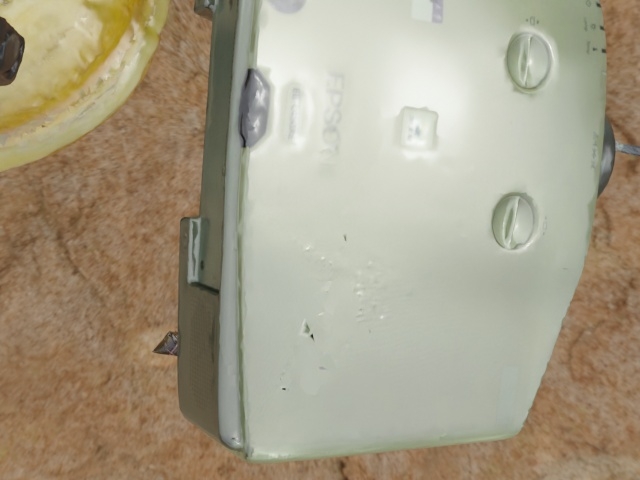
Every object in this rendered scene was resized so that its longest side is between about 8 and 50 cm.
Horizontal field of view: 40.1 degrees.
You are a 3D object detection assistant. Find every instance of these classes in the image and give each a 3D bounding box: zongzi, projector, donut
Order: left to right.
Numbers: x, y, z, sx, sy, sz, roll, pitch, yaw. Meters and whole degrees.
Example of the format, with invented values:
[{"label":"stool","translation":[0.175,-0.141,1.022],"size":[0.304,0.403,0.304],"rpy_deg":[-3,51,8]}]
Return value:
[{"label":"donut","translation":[-0.359,-0.267,0.916],"size":[0.449,0.198,0.448],"rpy_deg":[-2,70,5]},{"label":"zongzi","translation":[-0.255,0.179,1.557],"size":[0.083,0.073,0.067],"rpy_deg":[-4,57,-17]},{"label":"projector","translation":[0.036,-0.047,0.391],"size":[0.194,0.088,0.269],"rpy_deg":[3,94,-29]}]

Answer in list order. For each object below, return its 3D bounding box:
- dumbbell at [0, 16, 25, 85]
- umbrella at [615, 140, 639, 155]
[{"label":"dumbbell","translation":[-0.230,-0.197,0.520],"size":[0.143,0.143,0.325],"rpy_deg":[14,85,-5]},{"label":"umbrella","translation":[0.582,-0.177,1.649],"size":[0.269,0.044,0.044],"rpy_deg":[9,106,21]}]
